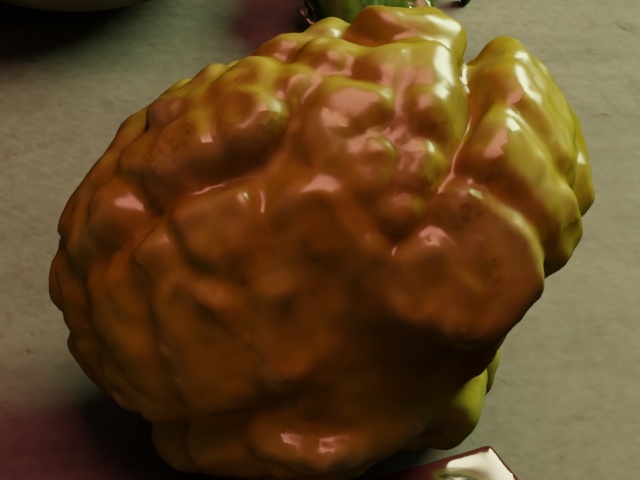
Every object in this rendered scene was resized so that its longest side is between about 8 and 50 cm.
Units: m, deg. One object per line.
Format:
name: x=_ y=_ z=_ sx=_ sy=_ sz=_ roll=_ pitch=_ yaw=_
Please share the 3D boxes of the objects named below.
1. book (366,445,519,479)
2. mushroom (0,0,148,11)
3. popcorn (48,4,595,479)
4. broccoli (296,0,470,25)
book: x=0.019 y=0.159 z=0.650 sx=0.232 sy=0.022 sz=0.162 roll=-10 pitch=40 yaw=-32
mushroom: x=-0.156 y=-0.288 z=0.996 sx=0.297 sy=0.290 sz=0.297 roll=9 pitch=33 yaw=-6
popcorn: x=0.000 y=0.000 z=0.735 sx=0.200 sy=0.226 sz=0.203 roll=30 pitch=1 yaw=-1
broccoli: x=0.034 y=-0.178 z=1.064 sx=0.165 sy=0.145 sz=0.304 roll=5 pitch=47 yaw=-5
